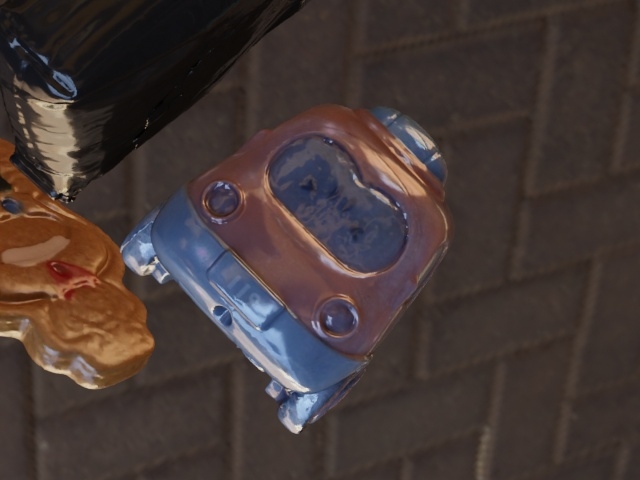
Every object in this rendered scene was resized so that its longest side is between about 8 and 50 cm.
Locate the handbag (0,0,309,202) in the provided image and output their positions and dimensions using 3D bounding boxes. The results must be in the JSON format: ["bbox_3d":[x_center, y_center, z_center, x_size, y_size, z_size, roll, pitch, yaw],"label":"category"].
[{"bbox_3d":[-0.079,-0.131,1.013,0.247,0.080,0.223,-41,170,-14],"label":"handbag"}]

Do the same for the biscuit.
[{"bbox_3d":[-0.287,0.009,1.625,0.202,0.334,0.047,-21,149,-49],"label":"biscuit"}]

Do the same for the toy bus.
[{"bbox_3d":[0.000,0.000,1.340,0.232,0.197,0.294,-45,173,0],"label":"toy bus"}]
